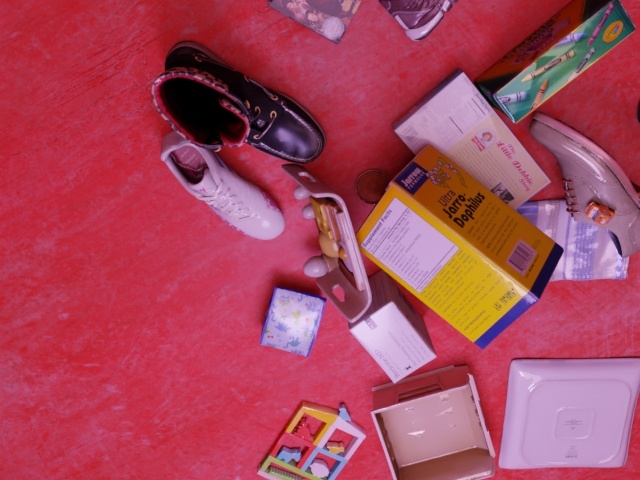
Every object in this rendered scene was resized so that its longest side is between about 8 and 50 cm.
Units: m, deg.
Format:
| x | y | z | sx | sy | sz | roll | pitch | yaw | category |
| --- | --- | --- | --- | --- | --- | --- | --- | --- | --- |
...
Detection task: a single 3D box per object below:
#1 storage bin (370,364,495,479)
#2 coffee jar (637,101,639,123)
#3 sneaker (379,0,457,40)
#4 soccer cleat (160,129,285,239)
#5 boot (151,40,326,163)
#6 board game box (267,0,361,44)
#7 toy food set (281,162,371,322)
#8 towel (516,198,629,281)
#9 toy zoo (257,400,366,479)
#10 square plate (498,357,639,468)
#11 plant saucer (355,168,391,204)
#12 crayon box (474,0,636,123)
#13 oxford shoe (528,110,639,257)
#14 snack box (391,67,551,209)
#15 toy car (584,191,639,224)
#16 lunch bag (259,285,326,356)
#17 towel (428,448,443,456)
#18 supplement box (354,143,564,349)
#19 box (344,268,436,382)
| x | y | z | sx | sy | sz | roll | pitch | yaw | category |
| --- | --- | --- | --- | --- | --- | --- | --- | --- | --- |
| 0.284 | 0.475 | 1.706 | 0.260 | 0.123 | 0.262 | -17 | 105 | 6 | storage bin |
| 0.736 | -0.252 | 1.398 | 0.096 | 0.184 | 0.079 | -8 | 112 | 3 | coffee jar |
| 0.223 | -0.541 | 1.315 | 0.162 | 0.106 | 0.281 | 38 | 107 | -12 | sneaker |
| -0.214 | -0.101 | 1.462 | 0.331 | 0.143 | 0.116 | 41 | 106 | -16 | soccer cleat |
| -0.153 | -0.240 | 1.329 | 0.377 | 0.284 | 0.138 | 35 | 108 | -15 | boot |
| 0.022 | -0.536 | 1.343 | 0.165 | 0.042 | 0.243 | 26 | 109 | -11 | board game box |
| 0.000 | 0.000 | 1.450 | 0.092 | 0.220 | 0.306 | -23 | 117 | -12 | toy food set |
| 0.581 | 0.003 | 1.581 | 0.285 | 0.034 | 0.209 | -2 | 112 | 0 | towel |
| -0.014 | 0.539 | 1.789 | 0.192 | 0.030 | 0.293 | 27 | 109 | -12 | toy zoo |
| 0.651 | 0.461 | 1.762 | 0.347 | 0.049 | 0.344 | 0 | 112 | -1 | square plate |
| 0.119 | -0.120 | 1.531 | 0.083 | 0.013 | 0.083 | -1 | 113 | -2 | plant saucer |
| 0.457 | -0.365 | 1.357 | 0.278 | 0.165 | 0.081 | -39 | 108 | 13 | crayon box |
| 0.577 | -0.115 | 1.463 | 0.397 | 0.140 | 0.146 | 41 | 106 | -6 | oxford shoe |
| 0.329 | -0.189 | 1.482 | 0.187 | 0.060 | 0.322 | -39 | 108 | 15 | snack box |
| 0.603 | -0.073 | 1.395 | 0.060 | 0.040 | 0.122 | 38 | 128 | -8 | toy car |
| -0.065 | 0.181 | 1.607 | 0.128 | 0.096 | 0.151 | 14 | 121 | -7 | lunch bag |
| 0.307 | 0.657 | 1.845 | 0.144 | 0.029 | 0.197 | 29 | 109 | -11 | towel |
| 0.278 | 0.010 | 1.402 | 0.356 | 0.195 | 0.194 | 39 | 134 | 6 | supplement box |
| 0.157 | 0.193 | 1.569 | 0.119 | 0.182 | 0.181 | -36 | 109 | 12 | box |
